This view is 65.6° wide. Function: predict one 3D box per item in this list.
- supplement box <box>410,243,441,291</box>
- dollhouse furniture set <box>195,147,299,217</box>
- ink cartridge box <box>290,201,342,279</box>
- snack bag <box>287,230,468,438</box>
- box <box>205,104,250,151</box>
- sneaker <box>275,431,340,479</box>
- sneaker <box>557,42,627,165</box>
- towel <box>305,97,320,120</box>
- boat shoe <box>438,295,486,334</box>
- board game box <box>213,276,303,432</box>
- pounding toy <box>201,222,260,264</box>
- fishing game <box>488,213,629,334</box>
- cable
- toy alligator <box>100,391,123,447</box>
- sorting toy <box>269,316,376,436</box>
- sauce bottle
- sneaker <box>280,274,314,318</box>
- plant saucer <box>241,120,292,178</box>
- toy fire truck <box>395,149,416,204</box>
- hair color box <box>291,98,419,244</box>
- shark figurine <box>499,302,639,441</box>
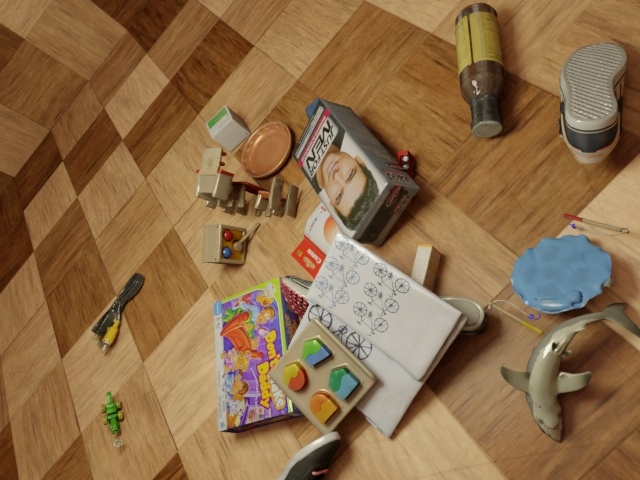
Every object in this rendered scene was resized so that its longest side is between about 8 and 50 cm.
[{"bbox_3d":[0.239,0.065,1.132,0.036,0.062,0.099,6,73,36],"label":"supplement box"},{"bbox_3d":[-0.229,-0.160,1.435,0.261,0.259,0.135,5,82,35],"label":"dollhouse furniture set"},{"bbox_3d":[0.000,0.000,1.342,0.179,0.045,0.145,-50,50,3],"label":"ink cartridge box"},{"bbox_3d":[0.092,0.203,1.067,0.323,0.037,0.343,35,112,22],"label":"snack bag"},{"bbox_3d":[-0.315,-0.380,1.694,0.101,0.102,0.087,-38,55,14],"label":"box"},{"bbox_3d":[-0.026,0.557,1.078,0.296,0.104,0.147,-51,52,13],"label":"sneaker"},{"bbox_3d":[0.561,-0.287,1.036,0.126,0.128,0.321,6,49,31],"label":"sneaker"},{"bbox_3d":[-0.003,-0.378,1.521,0.067,0.029,0.120,-34,55,18],"label":"towel"},{"bbox_3d":[0.228,0.150,1.074,0.254,0.079,0.095,5,60,26],"label":"boat shoe"},{"bbox_3d":[-0.162,0.298,1.299,0.233,0.078,0.347,-24,58,24],"label":"board game box"},{"bbox_3d":[-0.265,0.005,1.482,0.100,0.141,0.130,-2,83,34],"label":"pounding toy"},{"bbox_3d":[0.465,0.065,0.959,0.264,0.041,0.189,-49,32,-9],"label":"fishing game"},{"bbox_3d":[-0.703,0.247,1.736,0.139,0.072,0.287,4,59,54],"label":"cable"},{"bbox_3d":[-0.641,0.561,1.540,0.190,0.056,0.051,60,149,35],"label":"toy alligator"},{"bbox_3d":[-0.004,0.304,1.093,0.193,0.038,0.208,42,113,18],"label":"sorting toy"},{"bbox_3d":[0.389,-0.411,1.209,0.111,0.111,0.345,-10,65,32],"label":"sauce bottle"},{"bbox_3d":[0.029,0.151,1.215,0.299,0.121,0.112,19,53,29],"label":"sneaker"},{"bbox_3d":[-0.167,-0.285,1.590,0.199,0.037,0.200,-15,61,30],"label":"plant saucer"},{"bbox_3d":[0.177,-0.175,1.292,0.135,0.047,0.192,-9,67,34],"label":"toy fire truck"},{"bbox_3d":[0.074,-0.182,1.283,0.185,0.113,0.375,-59,45,31],"label":"hair color box"},{"bbox_3d":[0.435,0.203,0.915,0.166,0.116,0.278,31,98,6],"label":"shark figurine"}]
